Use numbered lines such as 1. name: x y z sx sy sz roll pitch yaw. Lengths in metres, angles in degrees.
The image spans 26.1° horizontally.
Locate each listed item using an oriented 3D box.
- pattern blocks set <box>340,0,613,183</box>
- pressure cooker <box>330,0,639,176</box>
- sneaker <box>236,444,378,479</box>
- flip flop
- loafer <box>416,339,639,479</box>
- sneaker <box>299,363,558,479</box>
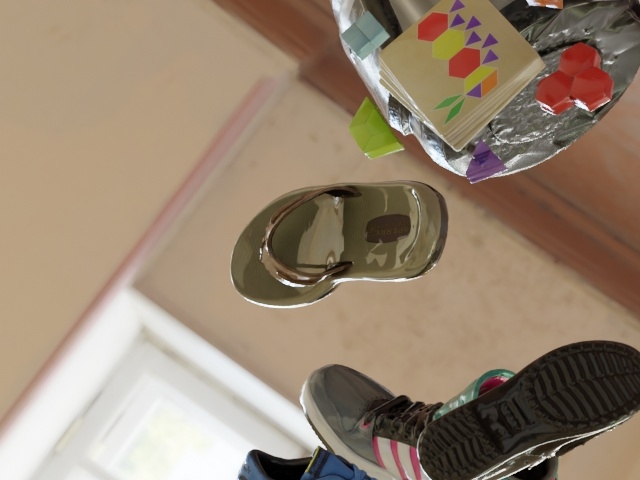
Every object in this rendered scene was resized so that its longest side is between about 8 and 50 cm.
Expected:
1. pattern blocks set: 0.154 -0.192 1.519 0.026 0.285 0.325 42 -161 -46
2. pressure cooker: 0.217 -0.343 1.998 0.375 0.370 0.420 12 -141 -51
3. sneaker: 0.028 0.229 1.204 0.209 0.082 0.069 10 -158 9
4. flip flop: 0.000 0.000 1.240 0.080 0.112 0.277 5 173 -38
5. loafer: 0.186 0.153 1.202 0.078 0.220 0.080 76 173 -65
6. sneaker: 0.115 0.179 1.344 0.295 0.124 0.178 37 131 20
